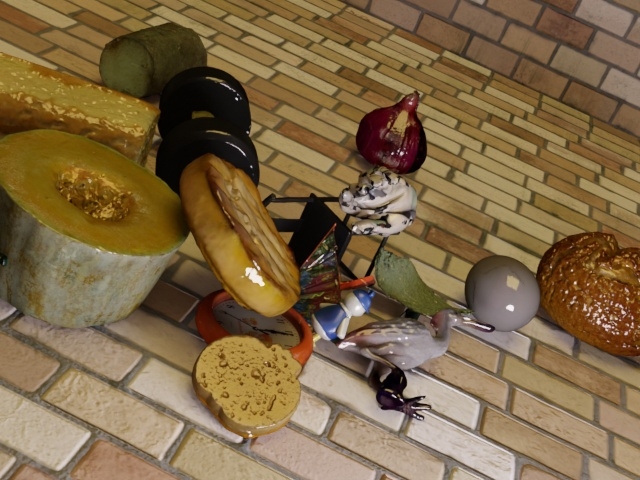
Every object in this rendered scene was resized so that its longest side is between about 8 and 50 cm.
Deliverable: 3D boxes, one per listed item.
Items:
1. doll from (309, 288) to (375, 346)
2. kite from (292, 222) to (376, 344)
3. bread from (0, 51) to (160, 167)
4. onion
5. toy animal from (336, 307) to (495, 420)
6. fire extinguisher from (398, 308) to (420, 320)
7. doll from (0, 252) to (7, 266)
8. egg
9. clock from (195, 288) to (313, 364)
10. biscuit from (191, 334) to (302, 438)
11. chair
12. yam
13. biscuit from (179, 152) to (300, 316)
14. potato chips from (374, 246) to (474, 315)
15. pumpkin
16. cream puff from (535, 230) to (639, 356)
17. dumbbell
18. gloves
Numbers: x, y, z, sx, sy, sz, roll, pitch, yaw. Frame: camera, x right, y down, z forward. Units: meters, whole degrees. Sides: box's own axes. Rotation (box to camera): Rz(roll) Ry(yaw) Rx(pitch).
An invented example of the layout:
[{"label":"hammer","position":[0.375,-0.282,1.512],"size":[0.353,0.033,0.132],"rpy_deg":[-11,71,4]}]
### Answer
[{"label":"doll","position":[0.035,0.129,1.649],"size":[0.057,0.143,0.099],"rpy_deg":[55,-1,-38]},{"label":"kite","position":[0.006,0.083,1.705],"size":[0.189,0.232,0.009],"rpy_deg":[-11,-16,10]},{"label":"bread","position":[-0.511,-0.232,1.827],"size":[0.376,0.165,0.236],"rpy_deg":[16,26,-10]},{"label":"onion","position":[0.182,-0.278,2.365],"size":[0.140,0.218,0.195],"rpy_deg":[8,31,-25]},{"label":"toy animal","position":[0.157,0.188,1.676],"size":[0.195,0.090,0.324],"rpy_deg":[36,41,13]},{"label":"fire extinguisher","position":[0.167,0.153,1.812],"size":[0.038,0.025,0.083],"rpy_deg":[25,29,7]},{"label":"doll","position":[-0.604,0.008,1.323],"size":[0.322,0.186,0.198],"rpy_deg":[7,32,-23]},{"label":"egg","position":[0.364,0.104,1.916],"size":[0.147,0.146,0.198],"rpy_deg":[15,15,-15]},{"label":"clock","position":[-0.110,0.149,1.584],"size":[0.205,0.051,0.205],"rpy_deg":[18,27,-9]},{"label":"biscuit","position":[-0.107,0.218,1.442],"size":[0.170,0.050,0.170],"rpy_deg":[10,50,-12]},{"label":"chair","position":[0.000,0.000,1.821],"size":[0.260,0.154,0.141],"rpy_deg":[-2,36,-42]},{"label":"yam","position":[-0.395,-0.434,2.278],"size":[0.161,0.161,0.268],"rpy_deg":[30,31,13]},{"label":"biscuit","position":[-0.136,-0.006,1.566],"size":[0.296,0.102,0.296],"rpy_deg":[58,9,-14]},{"label":"potato chips","position":[0.197,0.094,1.853],"size":[0.228,0.059,0.167],"rpy_deg":[36,23,0]},{"label":"pumpkin","position":[-0.399,-0.013,1.525],"size":[0.332,0.199,0.332],"rpy_deg":[25,28,-15]},{"label":"cream puff","position":[0.616,0.099,2.048],"size":[0.303,0.212,0.303],"rpy_deg":[14,28,-7]},{"label":"dumbbell","position":[-0.234,-0.203,1.944],"size":[0.204,0.203,0.322],"rpy_deg":[14,30,-17]},{"label":"gloves","position":[0.097,-0.076,1.761],"size":[0.212,0.127,0.111],"rpy_deg":[14,17,-44]}]
